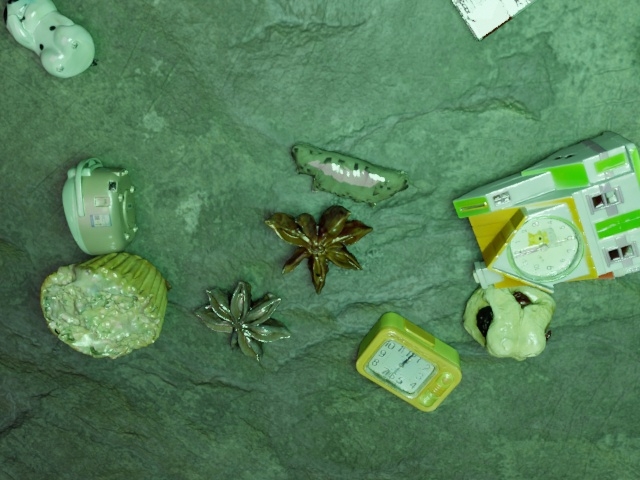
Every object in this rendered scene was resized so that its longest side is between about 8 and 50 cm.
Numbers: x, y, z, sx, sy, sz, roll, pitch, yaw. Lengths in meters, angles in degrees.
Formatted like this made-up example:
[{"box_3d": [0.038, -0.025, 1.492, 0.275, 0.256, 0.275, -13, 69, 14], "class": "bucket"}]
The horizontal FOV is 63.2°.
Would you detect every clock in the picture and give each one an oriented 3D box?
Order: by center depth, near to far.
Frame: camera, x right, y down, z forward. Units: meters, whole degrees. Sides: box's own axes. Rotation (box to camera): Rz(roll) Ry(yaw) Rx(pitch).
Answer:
[{"box_3d": [0.414, -0.022, 0.941, 0.310, 0.166, 0.235, -20, 106, 19], "class": "clock"}, {"box_3d": [0.192, 0.264, 1.133, 0.202, 0.096, 0.143, 32, 116, -2], "class": "clock"}]

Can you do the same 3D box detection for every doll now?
[{"box_3d": [-0.525, -0.399, 0.998, 0.181, 0.107, 0.110, 41, 104, -7], "class": "doll"}]

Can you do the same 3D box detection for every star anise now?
[{"box_3d": [0.004, -0.001, 1.057, 0.196, 0.111, 0.212, -28, 112, 25], "class": "star anise"}, {"box_3d": [-0.165, 0.172, 1.173, 0.197, 0.073, 0.212, -33, 105, 24], "class": "star anise"}]

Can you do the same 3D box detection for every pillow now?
[{"box_3d": [0.052, -0.121, 1.031, 0.241, 0.051, 0.093, 16, 113, 2], "class": "pillow"}]

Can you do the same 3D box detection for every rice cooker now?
[{"box_3d": [-0.460, -0.069, 1.097, 0.127, 0.145, 0.206, 2, 108, -3], "class": "rice cooker"}]

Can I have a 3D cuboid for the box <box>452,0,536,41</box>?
[{"box_3d": [0.313, -0.435, 0.869, 0.178, 0.036, 0.115, -32, 102, 20], "class": "box"}]

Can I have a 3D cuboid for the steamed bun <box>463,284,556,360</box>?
[{"box_3d": [0.379, 0.170, 1.028, 0.172, 0.155, 0.140, 14, 114, 6], "class": "steamed bun"}]

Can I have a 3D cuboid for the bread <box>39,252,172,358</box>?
[{"box_3d": [-0.477, 0.141, 1.167, 0.275, 0.149, 0.273, 3, 124, 4], "class": "bread"}]
